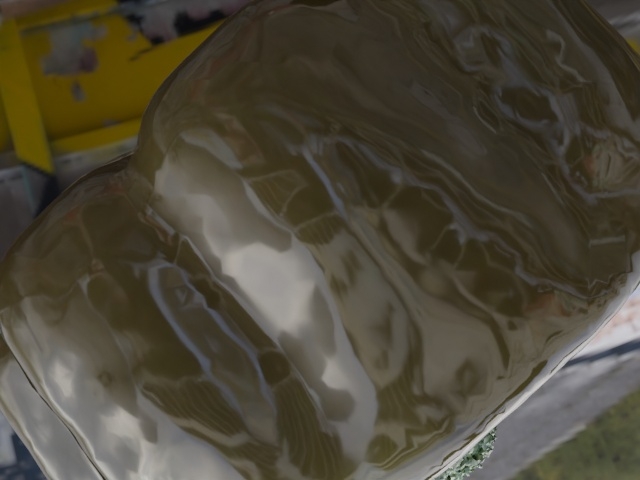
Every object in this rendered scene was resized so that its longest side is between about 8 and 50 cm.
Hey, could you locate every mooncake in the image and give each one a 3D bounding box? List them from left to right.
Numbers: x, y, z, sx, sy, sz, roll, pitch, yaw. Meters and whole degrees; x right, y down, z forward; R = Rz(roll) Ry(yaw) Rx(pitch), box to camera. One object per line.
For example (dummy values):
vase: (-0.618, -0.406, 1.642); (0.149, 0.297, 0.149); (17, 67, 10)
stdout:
mooncake: (0.000, 0.000, 0.668); (0.378, 0.201, 0.378); (-40, -179, 0)

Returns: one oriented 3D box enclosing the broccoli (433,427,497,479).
broccoli: (0.061, 0.090, 1.354); (0.310, 0.413, 0.321); (-25, -164, 15)
